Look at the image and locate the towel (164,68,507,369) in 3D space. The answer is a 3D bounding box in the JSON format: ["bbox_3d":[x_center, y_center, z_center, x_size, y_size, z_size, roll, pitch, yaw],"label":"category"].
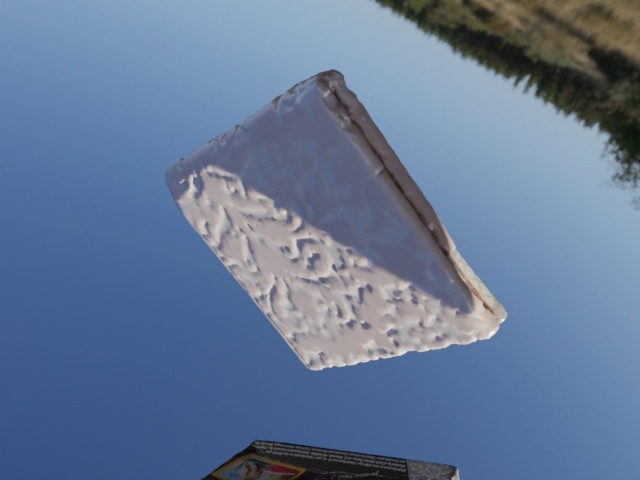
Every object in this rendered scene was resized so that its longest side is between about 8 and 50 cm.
[{"bbox_3d":[0.000,0.000,0.879,0.317,0.332,0.053,53,-127,-13],"label":"towel"}]

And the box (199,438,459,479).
[{"bbox_3d":[0.001,0.273,0.493,0.163,0.247,0.142,-1,-169,29],"label":"box"}]
